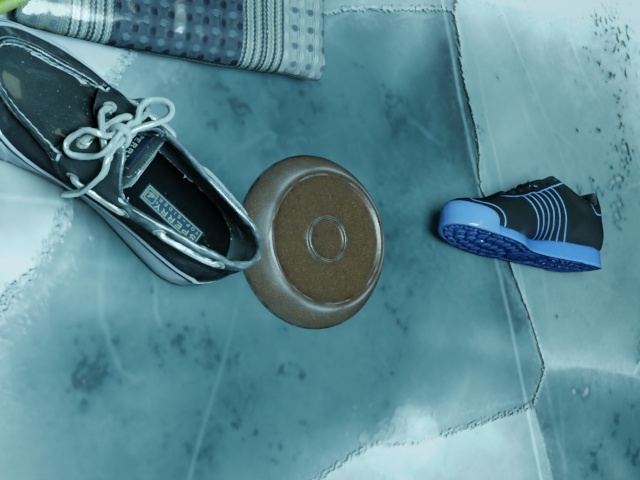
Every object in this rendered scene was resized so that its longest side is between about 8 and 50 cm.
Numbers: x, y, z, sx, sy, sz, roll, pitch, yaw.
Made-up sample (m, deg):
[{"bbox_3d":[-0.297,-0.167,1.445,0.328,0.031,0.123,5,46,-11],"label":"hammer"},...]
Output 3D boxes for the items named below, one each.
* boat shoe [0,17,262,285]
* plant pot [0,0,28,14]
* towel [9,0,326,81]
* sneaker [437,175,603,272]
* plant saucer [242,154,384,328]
[{"bbox_3d":[-0.172,-0.072,1.014,0.306,0.105,0.113,48,60,-21],"label":"boat shoe"},{"bbox_3d":[-0.293,-0.377,0.745,0.353,0.366,0.366,38,58,14],"label":"plant pot"},{"bbox_3d":[-0.129,-0.323,1.119,0.312,0.056,0.324,5,83,-31],"label":"towel"},{"bbox_3d":[0.213,-0.027,1.297,0.232,0.081,0.090,14,73,-40],"label":"sneaker"},{"bbox_3d":[0.000,0.000,1.172,0.168,0.029,0.168,4,83,-34],"label":"plant saucer"}]
